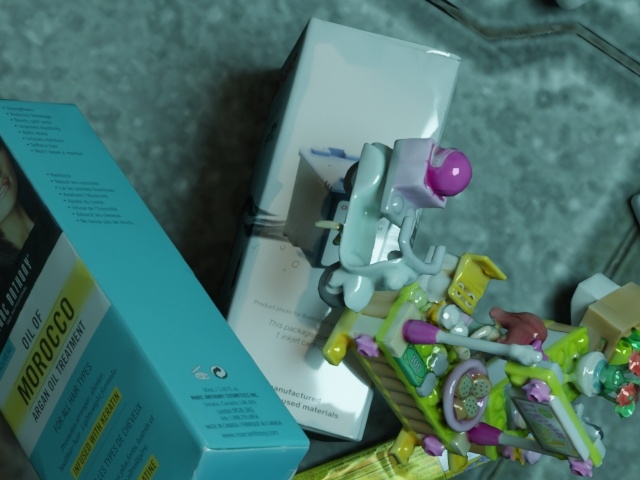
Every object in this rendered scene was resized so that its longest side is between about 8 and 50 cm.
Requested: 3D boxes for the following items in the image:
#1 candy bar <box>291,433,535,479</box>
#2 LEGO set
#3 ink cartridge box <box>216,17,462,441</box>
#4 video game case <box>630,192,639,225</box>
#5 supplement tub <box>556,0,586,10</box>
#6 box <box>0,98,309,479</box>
[{"bbox_3d":[0.043,0.119,1.050,0.161,0.018,0.040,-22,92,-10],"label":"candy bar"},{"bbox_3d":[0.109,0.056,0.937,0.107,0.287,0.132,10,80,37],"label":"LEGO set"},{"bbox_3d":[0.000,0.000,0.993,0.082,0.139,0.191,14,83,-5],"label":"ink cartridge box"},{"bbox_3d":[0.287,0.022,1.095,0.190,0.022,0.173,-22,89,-10],"label":"video game case"},{"bbox_3d":[0.129,-0.183,1.064,0.071,0.071,0.107,-35,90,-10],"label":"supplement tub"},{"bbox_3d":[-0.105,0.045,0.926,0.060,0.244,0.100,2,128,-42],"label":"box"}]
